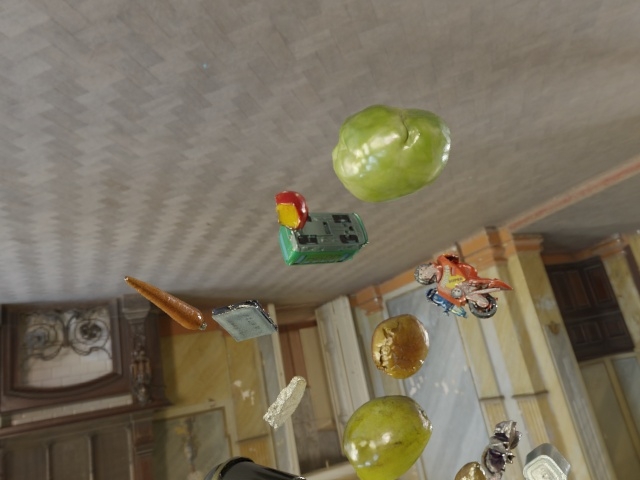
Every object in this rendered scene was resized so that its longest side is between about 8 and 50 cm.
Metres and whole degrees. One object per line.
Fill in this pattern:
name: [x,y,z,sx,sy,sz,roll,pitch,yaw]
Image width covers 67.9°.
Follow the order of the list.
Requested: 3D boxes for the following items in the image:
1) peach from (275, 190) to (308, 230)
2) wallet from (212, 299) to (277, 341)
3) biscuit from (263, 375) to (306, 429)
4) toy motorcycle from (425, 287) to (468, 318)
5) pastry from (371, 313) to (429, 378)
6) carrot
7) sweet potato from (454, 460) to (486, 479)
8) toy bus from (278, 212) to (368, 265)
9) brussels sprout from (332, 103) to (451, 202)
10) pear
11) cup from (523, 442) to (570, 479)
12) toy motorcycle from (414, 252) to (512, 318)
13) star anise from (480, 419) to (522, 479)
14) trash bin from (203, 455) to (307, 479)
peach: [-0.099,-0.115,1.625,0.151,0.151,0.118,10,128,-50]
wallet: [-0.263,0.284,1.658,0.168,0.036,0.222,-15,139,9]
biscuit: [-0.121,0.571,1.648,0.188,0.040,0.265,-25,142,-47]
toy motorcycle: [0.564,0.281,2.171,0.254,0.092,0.136,32,179,44]
pastry: [0.421,0.551,2.477,0.356,0.355,0.164,-3,173,-26]
carrot: [-0.459,0.191,1.443,0.069,0.069,0.336,-19,136,23]
sweet potato: [0.603,1.020,1.924,0.158,0.369,0.157,11,-160,-4]
toy bus: [0.000,0.000,1.975,0.344,0.183,0.199,-1,147,-27]
brussels sprout: [0.167,-0.223,1.202,0.274,0.242,0.317,-26,-167,-28]
pear: [0.222,0.657,1.597,0.307,0.252,0.253,-32,162,0]
cup: [0.602,0.615,1.243,0.095,0.128,0.129,-44,154,16]
toy motorcycle: [0.466,0.137,1.584,0.171,0.298,0.089,-46,150,-23]
star anise: [0.533,0.637,1.421,0.081,0.229,0.263,25,-156,33]
trash bin: [-0.203,0.732,1.341,0.334,0.213,0.214,-8,168,36]
